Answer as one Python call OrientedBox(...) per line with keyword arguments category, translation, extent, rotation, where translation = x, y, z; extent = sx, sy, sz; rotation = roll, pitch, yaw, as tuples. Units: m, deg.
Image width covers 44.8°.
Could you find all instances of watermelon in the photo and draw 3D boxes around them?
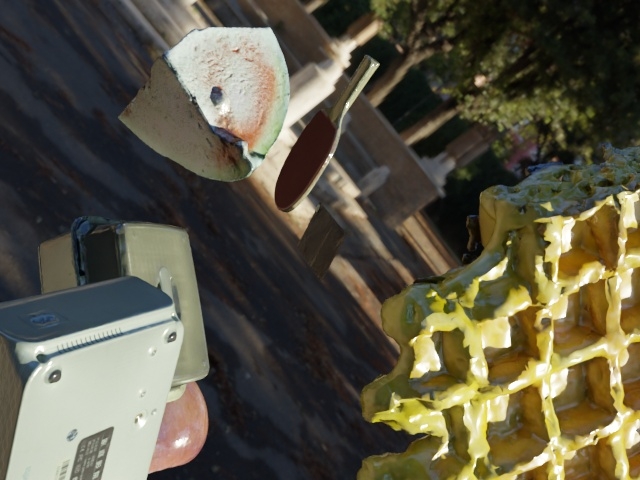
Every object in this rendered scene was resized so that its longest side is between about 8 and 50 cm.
OrientedBox(category="watermelon", translation=(-0.172, -0.260, 1.289), extent=(0.319, 0.290, 0.214), rotation=(35, -12, 33))

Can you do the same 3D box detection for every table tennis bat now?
OrientedBox(category="table tennis bat", translation=(0.005, -0.146, 1.078), extent=(0.022, 0.247, 0.138), rotation=(25, 21, -24))

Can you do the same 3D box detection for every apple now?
OrientedBox(category="apple", translation=(-0.388, 0.366, 1.622), extent=(0.305, 0.305, 0.235), rotation=(27, 54, -74))

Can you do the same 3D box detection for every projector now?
OrientedBox(category="projector", translation=(-0.241, 0.171, 0.720), extent=(0.108, 0.251, 0.198), rotation=(23, 16, 25))

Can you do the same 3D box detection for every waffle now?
OrientedBox(category="waffle", translation=(0.174, 0.069, 0.440), extent=(0.311, 0.307, 0.060), rotation=(21, 3, -24))

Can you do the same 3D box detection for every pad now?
OrientedBox(category="pad", translation=(0.000, 0.000, 1.643), extent=(0.004, 0.116, 0.193), rotation=(21, 16, -25))

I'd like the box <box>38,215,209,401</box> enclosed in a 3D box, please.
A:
OrientedBox(category="box", translation=(-0.292, 0.109, 1.174), extent=(0.220, 0.166, 0.291), rotation=(6, 71, -64))
